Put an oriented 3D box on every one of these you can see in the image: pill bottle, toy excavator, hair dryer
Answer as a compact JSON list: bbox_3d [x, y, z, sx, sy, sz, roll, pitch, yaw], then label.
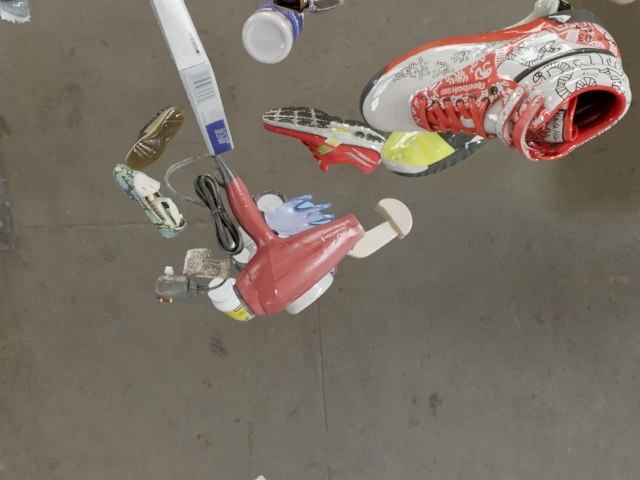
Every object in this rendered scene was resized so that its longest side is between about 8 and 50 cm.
[{"bbox_3d":[-0.089,0.042,1.284,0.131,0.131,0.229,-39,94,18],"label":"pill bottle"},{"bbox_3d":[0.000,0.000,1.730,0.445,0.222,0.432,29,78,1],"label":"toy excavator"},{"bbox_3d":[-0.138,-0.668,1.761,0.153,0.264,0.153,6,130,7],"label":"pill bottle"},{"bbox_3d":[-0.265,0.174,1.711,0.103,0.184,0.103,-7,66,16],"label":"pill bottle"},{"bbox_3d":[-0.086,-0.011,0.769,0.294,0.080,0.223,5,83,6],"label":"hair dryer"}]

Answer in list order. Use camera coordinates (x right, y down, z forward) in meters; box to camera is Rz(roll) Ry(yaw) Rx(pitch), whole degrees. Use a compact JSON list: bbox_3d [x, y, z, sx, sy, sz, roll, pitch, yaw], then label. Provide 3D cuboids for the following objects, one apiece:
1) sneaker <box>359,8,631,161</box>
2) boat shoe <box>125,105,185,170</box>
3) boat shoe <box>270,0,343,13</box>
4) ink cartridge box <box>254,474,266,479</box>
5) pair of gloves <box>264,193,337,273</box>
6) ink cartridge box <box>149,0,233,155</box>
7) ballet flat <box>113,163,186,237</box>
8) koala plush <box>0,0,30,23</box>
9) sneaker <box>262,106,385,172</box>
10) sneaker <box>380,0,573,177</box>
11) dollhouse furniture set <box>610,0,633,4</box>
[{"bbox_3d":[0.169,-0.142,0.588,0.270,0.145,0.090,-13,139,18],"label":"sneaker"},{"bbox_3d":[-0.329,-0.203,1.118,0.152,0.049,0.056,-47,134,-5],"label":"boat shoe"},{"bbox_3d":[-0.034,-0.591,1.405,0.183,0.066,0.066,0,120,11],"label":"boat shoe"},{"bbox_3d":[-0.064,0.242,0.463,0.083,0.028,0.048,-38,106,-15],"label":"ink cartridge box"},{"bbox_3d":[-0.047,0.009,1.102,0.159,0.023,0.198,-7,113,-2],"label":"pair of gloves"},{"bbox_3d":[-0.198,-0.273,0.844,0.045,0.223,0.223,-22,71,-8],"label":"ink cartridge box"},{"bbox_3d":[-0.341,-0.087,1.161,0.070,0.070,0.188,-24,123,17],"label":"ballet flat"},{"bbox_3d":[-0.624,-0.510,1.036,0.221,0.203,0.196,23,96,-13],"label":"koala plush"},{"bbox_3d":[0.001,-0.212,1.248,0.279,0.107,0.118,16,124,-2],"label":"sneaker"},{"bbox_3d":[0.251,-0.253,0.939,0.385,0.145,0.147,-35,136,17],"label":"sneaker"},{"bbox_3d":[0.355,-0.375,0.708,0.394,0.362,0.256,32,119,-21],"label":"dollhouse furniture set"}]
